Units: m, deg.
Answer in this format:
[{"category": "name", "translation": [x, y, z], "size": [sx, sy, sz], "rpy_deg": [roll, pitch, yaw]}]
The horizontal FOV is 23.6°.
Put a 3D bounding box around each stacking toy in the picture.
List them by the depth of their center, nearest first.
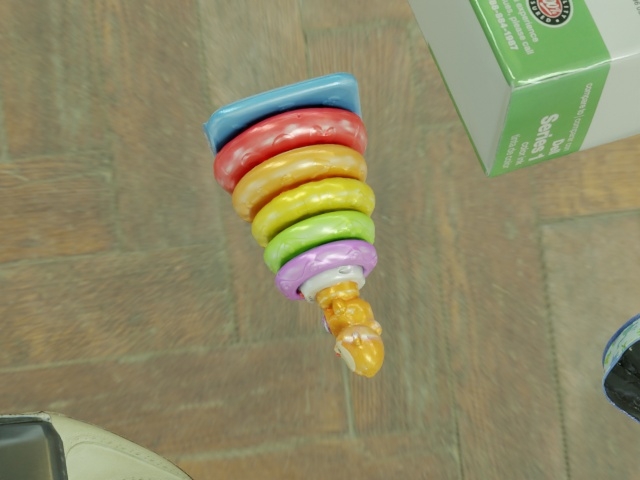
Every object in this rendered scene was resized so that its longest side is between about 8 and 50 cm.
[{"category": "stacking toy", "translation": [0.000, 0.000, 1.538], "size": [0.165, 0.175, 0.302], "rpy_deg": [-18, 70, -2]}]

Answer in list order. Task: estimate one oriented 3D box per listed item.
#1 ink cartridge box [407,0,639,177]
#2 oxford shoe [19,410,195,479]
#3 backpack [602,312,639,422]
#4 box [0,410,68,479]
[{"category": "ink cartridge box", "translation": [0.204, -0.183, 0.978], "size": [0.278, 0.117, 0.201], "rpy_deg": [-16, 65, -10]}, {"category": "oxford shoe", "translation": [-0.147, 0.246, 1.294], "size": [0.397, 0.146, 0.140], "rpy_deg": [29, 71, 27]}, {"category": "backpack", "translation": [0.304, 0.114, 1.334], "size": [0.114, 0.084, 0.105], "rpy_deg": [29, 121, -8]}, {"category": "box", "translation": [-0.176, 0.292, 0.628], "size": [0.097, 0.318, 0.395], "rpy_deg": [-3, 76, -34]}]
